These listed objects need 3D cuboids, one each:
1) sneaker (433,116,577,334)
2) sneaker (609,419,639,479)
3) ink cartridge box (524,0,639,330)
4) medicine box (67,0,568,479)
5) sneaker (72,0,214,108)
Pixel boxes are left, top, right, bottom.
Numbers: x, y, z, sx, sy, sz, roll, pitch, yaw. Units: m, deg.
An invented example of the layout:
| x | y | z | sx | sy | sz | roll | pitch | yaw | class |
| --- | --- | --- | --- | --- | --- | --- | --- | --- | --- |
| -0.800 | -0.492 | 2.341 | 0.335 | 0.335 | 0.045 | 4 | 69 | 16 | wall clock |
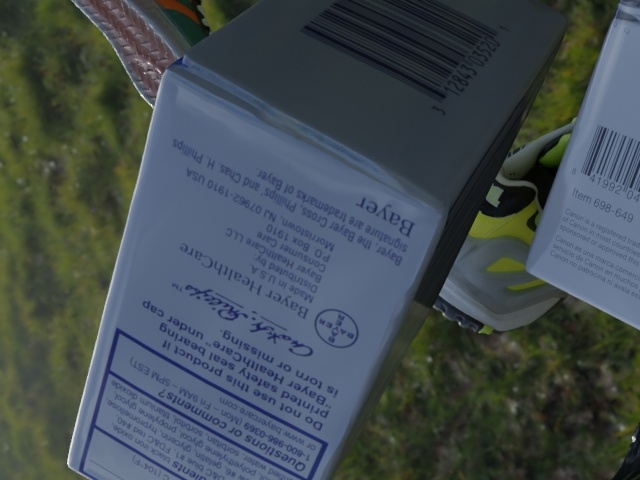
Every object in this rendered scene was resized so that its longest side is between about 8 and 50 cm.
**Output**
| x | y | z | sx | sy | sz | roll | pitch | yaw | class |
| --- | --- | --- | --- | --- | --- | --- | --- | --- | --- |
| 0.256 | -0.038 | 1.048 | 0.145 | 0.385 | 0.147 | 44 | 136 | 24 | sneaker |
| 0.257 | 0.188 | 0.799 | 0.130 | 0.286 | 0.109 | 6 | 122 | 57 | sneaker |
| 0.199 | -0.058 | 0.467 | 0.158 | 0.092 | 0.218 | 31 | 112 | 39 | ink cartridge box |
| 0.000 | 0.000 | 0.683 | 0.149 | 0.263 | 0.289 | 28 | 126 | 8 | medicine box |
| -0.161 | -0.241 | 1.177 | 0.302 | 0.121 | 0.108 | 52 | 147 | 6 | sneaker |
